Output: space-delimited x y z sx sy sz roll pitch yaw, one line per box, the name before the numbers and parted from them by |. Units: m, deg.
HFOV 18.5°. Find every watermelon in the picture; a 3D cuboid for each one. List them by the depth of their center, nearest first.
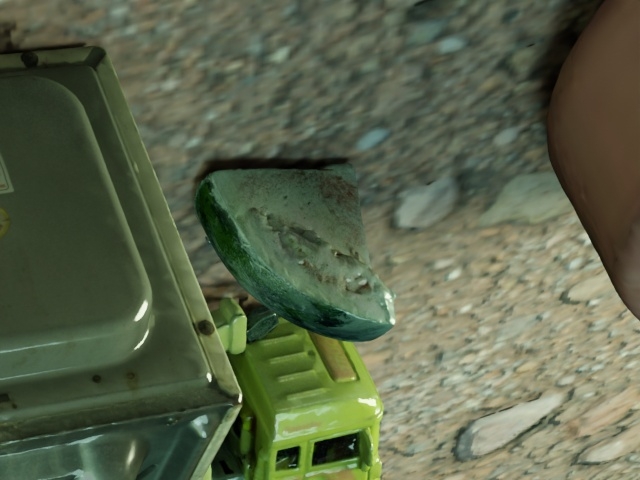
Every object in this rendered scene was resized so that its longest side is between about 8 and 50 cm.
watermelon | 0.000 0.000 0.699 0.061 0.085 0.085 -58 153 -9

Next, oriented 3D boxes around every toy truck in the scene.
toy truck | -0.058 0.074 0.766 0.169 0.077 0.100 -10 136 -18

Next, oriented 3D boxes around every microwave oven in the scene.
microwave oven | -0.168 0.050 0.566 0.241 0.145 0.194 -8 152 -27

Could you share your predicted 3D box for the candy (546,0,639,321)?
candy | 0.209 -0.061 0.705 0.255 0.094 0.255 -17 152 -10
